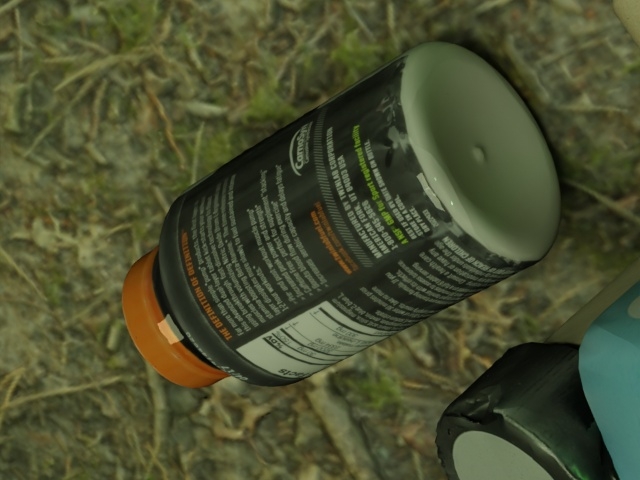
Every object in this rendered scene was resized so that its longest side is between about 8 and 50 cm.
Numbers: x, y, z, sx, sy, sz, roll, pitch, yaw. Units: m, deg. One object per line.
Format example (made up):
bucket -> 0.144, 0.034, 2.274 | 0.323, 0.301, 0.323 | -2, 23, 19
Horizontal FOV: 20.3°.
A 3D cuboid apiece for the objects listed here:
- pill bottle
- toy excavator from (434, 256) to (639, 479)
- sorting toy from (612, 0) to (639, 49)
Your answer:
pill bottle -> 0.000, 0.000, 0.984 | 0.245, 0.130, 0.130 | -29, 99, 35
toy excavator -> 0.258, 0.059, 0.710 | 0.445, 0.222, 0.433 | 3, 123, 55
sorting toy -> 0.268, -0.087, 0.855 | 0.208, 0.038, 0.193 | -32, 97, 36
